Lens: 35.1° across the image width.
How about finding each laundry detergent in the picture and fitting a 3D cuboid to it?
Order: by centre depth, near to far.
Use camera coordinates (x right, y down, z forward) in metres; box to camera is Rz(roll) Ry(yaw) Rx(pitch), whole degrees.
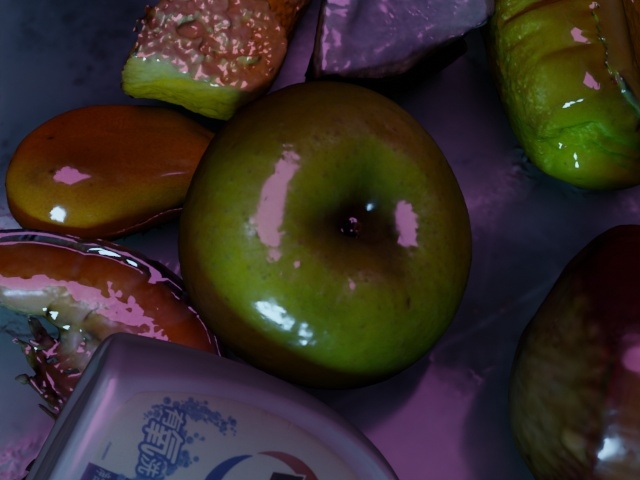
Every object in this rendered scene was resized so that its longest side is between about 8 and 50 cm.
[{"bbox_3d":[-0.041,0.195,0.600,0.280,0.105,0.215,29,84,-17],"label":"laundry detergent"}]

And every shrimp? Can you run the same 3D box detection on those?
[{"bbox_3d":[-0.200,0.122,0.644,0.222,0.054,0.290,35,76,-6],"label":"shrimp"}]

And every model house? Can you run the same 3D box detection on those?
[{"bbox_3d":[0.042,-0.157,0.728,0.165,0.152,0.106,-29,86,-13],"label":"model house"}]

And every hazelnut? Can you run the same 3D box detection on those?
[{"bbox_3d":[0.222,0.093,0.620,0.208,0.208,0.208,1,69,-1],"label":"hazelnut"}]

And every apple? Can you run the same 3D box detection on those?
[{"bbox_3d":[0.000,0.000,0.653,0.196,0.157,0.196,3,81,-16],"label":"apple"}]

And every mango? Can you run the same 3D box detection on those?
[{"bbox_3d":[-0.143,-0.046,0.722,0.159,0.084,0.105,-5,52,-21],"label":"mango"}]

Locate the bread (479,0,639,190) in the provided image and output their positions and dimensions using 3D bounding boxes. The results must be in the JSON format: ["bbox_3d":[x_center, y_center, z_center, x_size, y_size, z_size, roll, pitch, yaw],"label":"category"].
[{"bbox_3d":[0.167,-0.217,0.762,0.112,0.166,0.384,-21,65,31],"label":"bread"}]

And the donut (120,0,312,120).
[{"bbox_3d":[-0.059,-0.181,0.745,0.101,0.152,0.259,26,65,-8],"label":"donut"}]
